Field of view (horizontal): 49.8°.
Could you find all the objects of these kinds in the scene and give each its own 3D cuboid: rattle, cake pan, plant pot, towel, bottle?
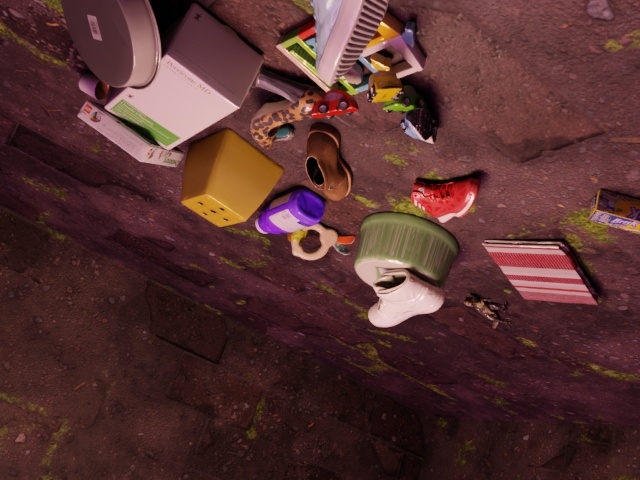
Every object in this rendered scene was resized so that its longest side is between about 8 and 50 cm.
[{"bbox_3d":[0.000,0.000,2.232,0.200,0.130,0.143,-6,170,-8],"label":"rattle"},{"bbox_3d":[-0.435,-0.442,1.405,0.293,0.054,0.293,30,137,33],"label":"cake pan"},{"bbox_3d":[-0.268,-0.159,1.931,0.212,0.187,0.212,35,152,-32],"label":"plant pot"},{"bbox_3d":[0.632,0.088,1.972,0.237,0.037,0.329,1,149,41],"label":"towel"},{"bbox_3d":[-0.104,-0.077,2.104,0.118,0.092,0.283,31,155,-24],"label":"bottle"}]

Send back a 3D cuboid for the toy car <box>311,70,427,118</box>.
[{"bbox_3d":[0.126,-0.294,1.408,0.225,0.053,0.239,-5,178,-40],"label":"toy car"}]

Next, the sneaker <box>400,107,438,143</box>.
[{"bbox_3d":[0.202,-0.242,1.478,0.073,0.063,0.162,10,178,21],"label":"sneaker"}]

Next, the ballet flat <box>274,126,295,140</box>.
[{"bbox_3d":[-0.111,-0.268,1.758,0.114,0.041,0.041,3,152,36],"label":"ballet flat"}]

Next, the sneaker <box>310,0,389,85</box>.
[{"bbox_3d":[0.031,-0.432,1.166,0.150,0.135,0.366,38,145,12],"label":"sneaker"}]

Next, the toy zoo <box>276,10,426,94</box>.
[{"bbox_3d":[0.073,-0.380,1.369,0.192,0.030,0.293,35,152,-33],"label":"toy zoo"}]

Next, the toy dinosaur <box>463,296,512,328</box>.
[{"bbox_3d":[0.584,0.246,2.334,0.118,0.064,0.268,7,157,43],"label":"toy dinosaur"}]

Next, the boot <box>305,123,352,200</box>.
[{"bbox_3d":[0.009,-0.169,1.787,0.112,0.115,0.305,11,157,16],"label":"boot"}]

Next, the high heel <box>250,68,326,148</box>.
[{"bbox_3d":[-0.066,-0.273,1.627,0.186,0.093,0.261,23,149,7],"label":"high heel"}]

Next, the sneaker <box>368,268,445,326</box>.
[{"bbox_3d":[0.201,0.159,2.009,0.169,0.108,0.292,32,144,-24],"label":"sneaker"}]

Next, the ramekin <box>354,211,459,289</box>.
[{"bbox_3d":[0.247,0.055,2.052,0.303,0.148,0.303,16,157,7],"label":"ramekin"}]

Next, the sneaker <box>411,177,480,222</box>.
[{"bbox_3d":[0.299,-0.112,1.721,0.128,0.087,0.221,22,156,-9],"label":"sneaker"}]

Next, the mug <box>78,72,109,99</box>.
[{"bbox_3d":[-0.597,-0.403,1.812,0.064,0.062,0.078,23,152,13],"label":"mug"}]

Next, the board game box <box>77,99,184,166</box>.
[{"bbox_3d":[-0.481,-0.271,1.795,0.193,0.053,0.305,36,-175,2],"label":"board game box"}]

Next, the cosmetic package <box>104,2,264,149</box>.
[{"bbox_3d":[-0.318,-0.358,1.570,0.197,0.155,0.365,34,155,-26],"label":"cosmetic package"}]

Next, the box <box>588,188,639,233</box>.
[{"bbox_3d":[0.700,-0.058,1.556,0.169,0.059,0.054,17,158,7],"label":"box"}]
